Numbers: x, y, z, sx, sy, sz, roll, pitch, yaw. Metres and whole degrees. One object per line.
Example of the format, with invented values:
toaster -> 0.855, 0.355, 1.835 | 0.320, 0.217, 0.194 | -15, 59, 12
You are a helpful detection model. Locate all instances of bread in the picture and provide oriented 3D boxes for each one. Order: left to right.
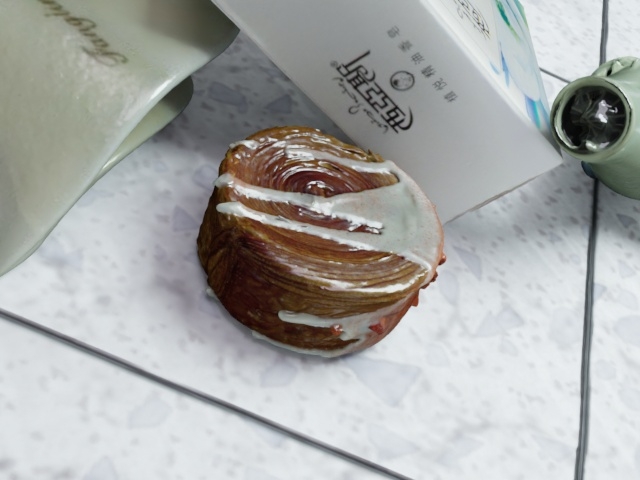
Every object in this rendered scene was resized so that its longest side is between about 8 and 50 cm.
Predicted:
bread -> 0.000, 0.000, 0.731 | 0.161, 0.073, 0.160 | 14, 41, -13

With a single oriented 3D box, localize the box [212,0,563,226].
box -> 0.046, -0.174, 0.801 | 0.274, 0.116, 0.203 | 42, 32, -33

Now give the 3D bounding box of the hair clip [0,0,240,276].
hair clip -> -0.158, -0.119, 0.735 | 0.172, 0.113, 0.282 | 41, 45, 14

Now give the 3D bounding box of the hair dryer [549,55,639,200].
hair dryer -> 0.264, -0.032, 0.821 | 0.296, 0.119, 0.298 | 21, 39, -49
